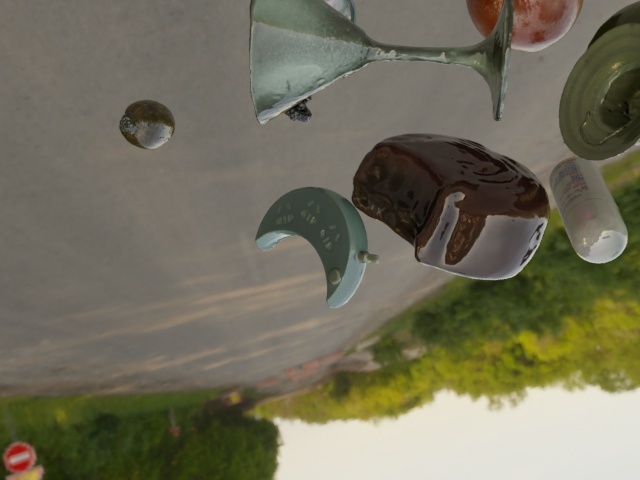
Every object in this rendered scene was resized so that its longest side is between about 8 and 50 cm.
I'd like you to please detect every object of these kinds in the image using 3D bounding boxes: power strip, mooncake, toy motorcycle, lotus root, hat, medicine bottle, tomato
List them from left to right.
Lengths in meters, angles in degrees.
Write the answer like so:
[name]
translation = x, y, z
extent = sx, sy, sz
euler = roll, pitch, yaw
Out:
[lotus root]
translation = -0.421, -0.282, 2.134
extent = 0.120, 0.120, 0.209
euler = -22, 180, 18
[toy motorcycle]
translation = -0.077, -0.327, 1.934
extent = 0.118, 0.212, 0.084
euler = 22, 116, -16
[power strip]
translation = 0.000, 0.000, 1.476
extent = 0.054, 0.253, 0.167
euler = 9, 109, -48
[mooncake]
translation = 0.223, -0.076, 1.524
extent = 0.334, 0.174, 0.326
euler = 16, -155, -5
[tomato]
translation = 0.467, -0.552, 1.993
extent = 0.265, 0.264, 0.265
euler = -19, 171, -3
[medicine bottle]
translation = 0.635, -0.070, 2.078
extent = 0.130, 0.130, 0.341
euler = -22, -153, 16
[hat]
translation = 0.548, -0.247, 1.539
extent = 0.110, 0.251, 0.252
euler = 16, 153, -28

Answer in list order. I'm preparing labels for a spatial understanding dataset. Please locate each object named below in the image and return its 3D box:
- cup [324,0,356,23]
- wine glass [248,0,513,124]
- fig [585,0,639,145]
[cup]
translation = -0.034, -0.498, 1.965
extent = 0.168, 0.299, 0.173
euler = -30, -155, -19
[wine glass]
translation = 0.100, -0.307, 1.424
extent = 0.406, 0.267, 0.267
euler = 6, 175, 9
[fig]
translation = 0.694, -0.334, 1.760
extent = 0.316, 0.316, 0.316
euler = -19, 171, -3
